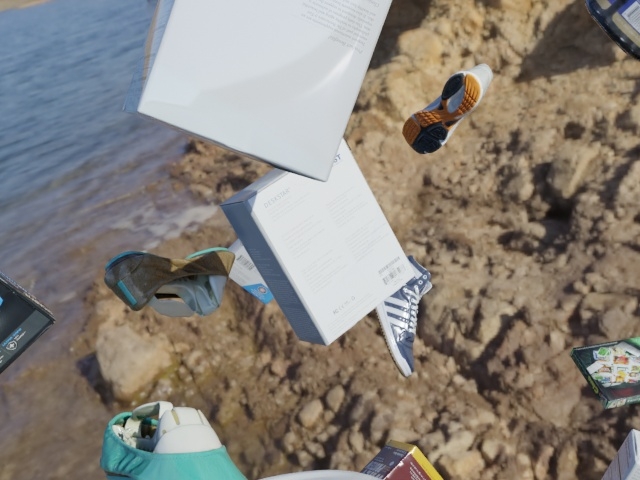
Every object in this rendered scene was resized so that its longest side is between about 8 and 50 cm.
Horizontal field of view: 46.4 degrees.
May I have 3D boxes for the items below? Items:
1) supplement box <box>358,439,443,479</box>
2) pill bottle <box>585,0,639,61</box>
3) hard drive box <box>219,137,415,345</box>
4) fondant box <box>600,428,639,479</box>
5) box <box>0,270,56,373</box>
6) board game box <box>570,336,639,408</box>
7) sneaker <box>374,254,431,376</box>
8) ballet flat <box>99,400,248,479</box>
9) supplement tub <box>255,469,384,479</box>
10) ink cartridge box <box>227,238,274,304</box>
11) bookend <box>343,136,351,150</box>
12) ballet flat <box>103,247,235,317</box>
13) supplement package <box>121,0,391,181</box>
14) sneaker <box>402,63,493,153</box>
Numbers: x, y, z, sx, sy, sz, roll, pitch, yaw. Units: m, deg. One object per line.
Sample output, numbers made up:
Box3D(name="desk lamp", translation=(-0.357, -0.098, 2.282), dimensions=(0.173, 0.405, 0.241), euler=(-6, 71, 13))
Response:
Box3D(name="supplement box", translation=(0.167, 0.566, 1.588), dimensions=(0.194, 0.191, 0.129), euler=(-41, 6, -20))
Box3D(name="pill bottle", translation=(0.455, -0.340, 0.933), dimensions=(0.219, 0.123, 0.123), euler=(-44, 5, 35))
Box3D(name="hard drive box", translation=(0.000, 0.000, 1.051), dimensions=(0.181, 0.232, 0.089), euler=(-35, 16, -26))
Box3D(name="fondant box", translation=(0.620, 0.532, 1.365), dimensions=(0.238, 0.330, 0.096), euler=(20, 31, 8))
Box3D(name="box", translation=(-0.519, 0.136, 1.058), dimensions=(0.220, 0.175, 0.051), euler=(-44, 44, -9))
Box3D(name="board game box", translation=(0.643, 0.253, 1.483), dimensions=(0.259, 0.030, 0.136), euler=(-6, 41, -15))
Box3D(name="sneaker", translation=(0.208, 0.167, 1.750), dimensions=(0.153, 0.282, 0.099), euler=(-18, -20, 2))
Box3D(name="ballet flat", translation=(-0.152, 0.204, 0.733), dimensions=(0.083, 0.087, 0.247), euler=(4, -8, -38))
Box3D(name="supplement tub", translation=(-0.002, 0.409, 0.705), dimensions=(0.207, 0.338, 0.207), euler=(-4, -2, 0))
Box3D(name="ink cartridge box", translation=(-0.106, 0.029, 1.624), dimensions=(0.190, 0.139, 0.082), euler=(-42, 19, 28))
Box3D(name="bookend", translation=(-0.027, -0.202, 1.929), dimensions=(0.156, 0.072, 0.157), euler=(-3, 44, 39))
Box3D(name="ballet flat", translation=(-0.252, 0.084, 1.386), dimensions=(0.116, 0.124, 0.342), euler=(-37, -16, 20))
Box3D(name="supplement package", translation=(-0.066, -0.223, 0.782), dimensions=(0.199, 0.263, 0.198), euler=(19, 3, -22))
Box3D(name="sneaker", translation=(0.286, -0.285, 1.631), dimensions=(0.121, 0.099, 0.262), euler=(-37, -2, -39))
